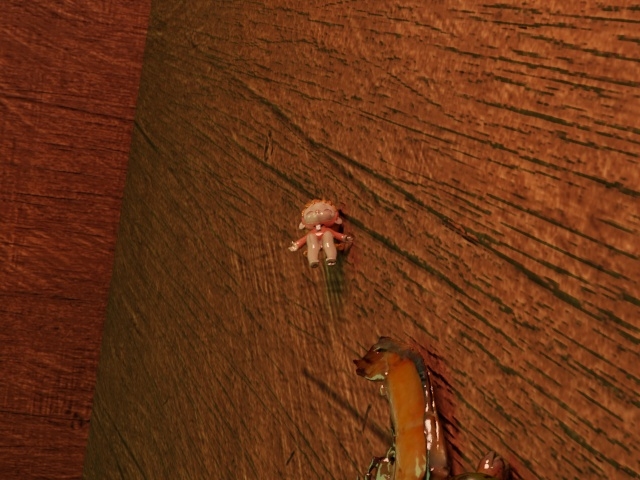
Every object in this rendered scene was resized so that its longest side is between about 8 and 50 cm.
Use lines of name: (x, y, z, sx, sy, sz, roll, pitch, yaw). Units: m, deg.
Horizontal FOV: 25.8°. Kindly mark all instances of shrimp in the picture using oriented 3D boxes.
shrimp: (0.036, 0.193, 1.170, 0.290, 0.054, 0.222, 145, 129, -64)

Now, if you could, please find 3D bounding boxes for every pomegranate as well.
pomegranate: (0.105, 0.179, 0.931, 0.085, 0.073, 0.073, -70, 14, -10)

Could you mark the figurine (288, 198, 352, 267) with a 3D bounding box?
figurine: (0.000, 0.000, 1.381, 0.109, 0.064, 0.047, -93, -5, -61)
